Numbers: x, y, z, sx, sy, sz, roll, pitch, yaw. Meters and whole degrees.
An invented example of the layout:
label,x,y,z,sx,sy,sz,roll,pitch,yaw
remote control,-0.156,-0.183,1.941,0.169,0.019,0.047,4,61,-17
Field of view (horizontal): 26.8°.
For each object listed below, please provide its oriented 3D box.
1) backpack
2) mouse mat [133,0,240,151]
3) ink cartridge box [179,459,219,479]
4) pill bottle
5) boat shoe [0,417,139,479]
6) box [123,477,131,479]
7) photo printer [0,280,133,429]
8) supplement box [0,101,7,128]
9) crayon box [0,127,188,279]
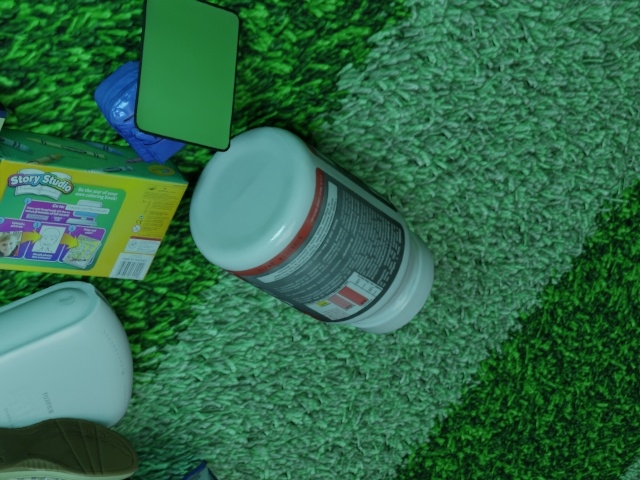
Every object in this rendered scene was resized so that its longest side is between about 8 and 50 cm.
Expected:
label,x,y,z,sx,sy,sz,roll,pitch,yaw
backpack,-0.219,-0.166,1.710,0.098,0.101,0.120,-42,136,-6
mouse mat,-0.165,-0.214,1.687,0.153,0.007,0.189,12,80,-41
ink cartridge box,-0.229,0.466,2.135,0.186,0.311,0.065,-40,103,-1
pill bottle,0.000,0.000,1.931,0.210,0.210,0.363,-47,138,10
boat shoe,-0.393,0.311,1.857,0.285,0.104,0.089,6,129,-28
box,-0.338,0.372,2.037,0.045,0.184,0.190,-41,137,2
photo printer,-0.414,0.201,1.890,0.308,0.107,0.256,-23,137,-17
supplement box,-0.423,-0.142,1.595,0.056,0.083,0.083,8,120,-40
crayon box,-0.330,-0.044,1.752,0.278,0.081,0.165,7,122,-39
